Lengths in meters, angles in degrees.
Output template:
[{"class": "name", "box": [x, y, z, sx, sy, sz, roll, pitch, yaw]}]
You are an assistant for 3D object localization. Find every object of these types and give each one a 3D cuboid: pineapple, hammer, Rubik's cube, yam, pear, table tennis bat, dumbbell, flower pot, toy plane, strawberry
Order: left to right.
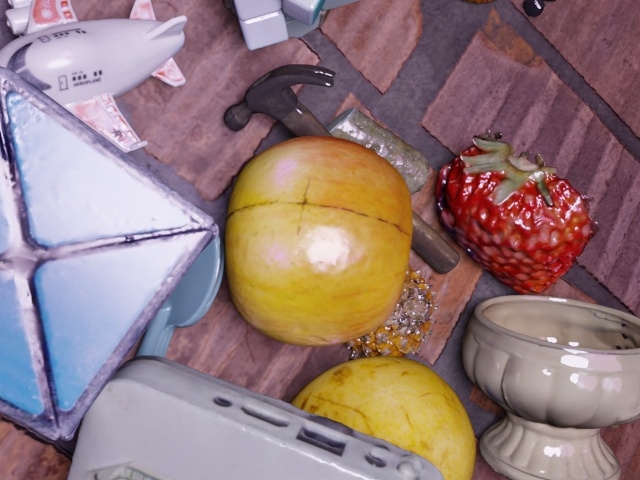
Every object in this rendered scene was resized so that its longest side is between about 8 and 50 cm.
[{"class": "Rubik's cube", "box": [-0.287, 0.008, 0.653, 0.260, 0.255, 0.259, 35, 83, -20]}, {"class": "toy plane", "box": [-0.288, -0.227, 0.804, 0.252, 0.118, 0.251, 2, 85, -22]}, {"class": "table tennis bat", "box": [-0.190, 0.074, 0.827, 0.038, 0.149, 0.237, 14, 101, -47]}, {"class": "Rubik's cube", "box": [-0.036, -0.385, 0.857, 0.225, 0.265, 0.212, -17, 90, -11]}, {"class": "hammer", "box": [0.064, -0.090, 0.969, 0.440, 0.168, 0.044, 42, 38, -26]}, {"class": "pear", "box": [0.071, 0.289, 0.852, 0.281, 0.281, 0.280, 2, 85, -25]}, {"class": "yam", "box": [0.089, -0.141, 0.999, 0.179, 0.078, 0.078, 32, 73, -16]}, {"class": "pineapple", "box": [0.114, 0.104, 0.956, 0.162, 0.137, 0.175, 10, 81, -25]}, {"class": "strawberry", "box": [0.281, -0.028, 1.027, 0.150, 0.280, 0.253, -35, 65, -13]}, {"class": "dumbbell", "box": [0.418, -0.455, 1.198, 0.083, 0.036, 0.040, -42, 102, -22]}, {"class": "flower pot", "box": [0.372, 0.235, 0.999, 0.308, 0.307, 0.243, -3, 104, -26]}]

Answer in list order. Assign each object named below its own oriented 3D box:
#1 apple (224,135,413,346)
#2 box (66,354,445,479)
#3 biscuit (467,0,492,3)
[{"class": "apple", "box": [0.000, 0.000, 0.829, 0.233, 0.286, 0.285, 3, 84, 1]}, {"class": "box", "box": [-0.097, 0.359, 0.701, 0.396, 0.111, 0.396, 20, 104, 7]}, {"class": "biscuit", "box": [0.276, -0.528, 1.120, 0.221, 0.066, 0.220, 2, 85, -24]}]
